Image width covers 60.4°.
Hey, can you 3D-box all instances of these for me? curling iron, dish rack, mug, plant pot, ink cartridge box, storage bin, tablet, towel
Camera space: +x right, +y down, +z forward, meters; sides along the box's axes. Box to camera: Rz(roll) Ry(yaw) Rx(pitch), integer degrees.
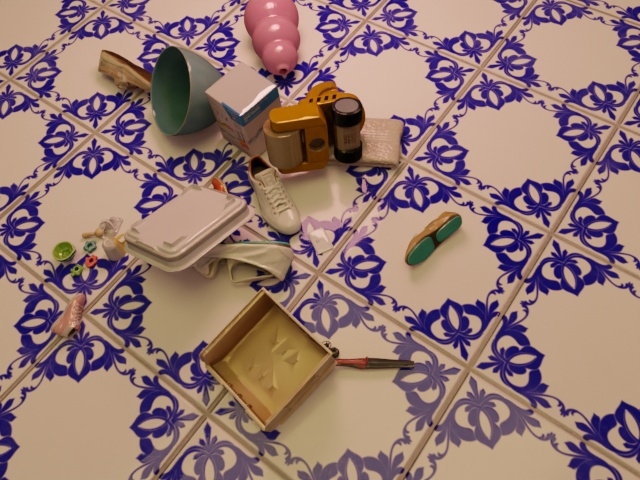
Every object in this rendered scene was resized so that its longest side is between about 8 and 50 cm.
[{"bbox_3d":[0.115,0.317,1.485,0.274,0.035,0.068,5,62,8],"label":"curling iron"},{"bbox_3d":[-0.388,-0.057,1.595,0.286,0.072,0.333,19,48,35],"label":"dish rack"},{"bbox_3d":[-0.641,0.014,1.704,0.062,0.064,0.078,6,61,9],"label":"mug"},{"bbox_3d":[-0.428,-0.500,1.883,0.195,0.290,0.290,-5,52,-42],"label":"plant pot"},{"bbox_3d":[-0.239,-0.423,1.819,0.171,0.232,0.168,38,72,22],"label":"ink cartridge box"},{"bbox_3d":[-0.139,0.315,1.441,0.262,0.123,0.260,40,80,23],"label":"storage bin"},{"bbox_3d":[0.000,0.000,1.691,0.054,0.006,0.083,-23,61,-8],"label":"tablet"},{"bbox_3d":[0.130,-0.328,1.841,0.282,0.049,0.187,5,63,9],"label":"towel"}]

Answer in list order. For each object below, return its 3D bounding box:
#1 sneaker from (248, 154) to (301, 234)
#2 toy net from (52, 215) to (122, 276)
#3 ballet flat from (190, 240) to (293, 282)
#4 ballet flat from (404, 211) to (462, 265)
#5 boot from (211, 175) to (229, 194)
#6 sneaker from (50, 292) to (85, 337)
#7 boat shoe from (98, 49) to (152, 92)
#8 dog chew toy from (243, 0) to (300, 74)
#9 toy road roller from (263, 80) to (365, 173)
[{"bbox_3d":[-0.156,-0.146,1.721,0.106,0.123,0.290,-28,63,-13],"label":"sneaker"},{"bbox_3d":[-0.716,0.003,1.727,0.122,0.045,0.232,39,70,23],"label":"toy net"},{"bbox_3d":[-0.281,0.057,1.625,0.401,0.139,0.139,5,61,7],"label":"ballet flat"},{"bbox_3d":[0.323,-0.007,1.641,0.232,0.080,0.073,-36,36,-17],"label":"ballet flat"},{"bbox_3d":[-0.329,-0.138,1.769,0.085,0.059,0.158,-28,63,-5],"label":"boot"},{"bbox_3d":[-0.714,0.223,1.602,0.070,0.051,0.134,25,69,16],"label":"sneaker"},{"bbox_3d":[-0.716,-0.609,2.050,0.302,0.109,0.098,33,108,20],"label":"boat shoe"},{"bbox_3d":[-0.167,-0.753,2.026,0.207,0.206,0.331,-12,68,-2],"label":"dog chew toy"},{"bbox_3d":[-0.020,-0.372,1.748,0.330,0.202,0.240,-12,49,-5],"label":"toy road roller"}]
